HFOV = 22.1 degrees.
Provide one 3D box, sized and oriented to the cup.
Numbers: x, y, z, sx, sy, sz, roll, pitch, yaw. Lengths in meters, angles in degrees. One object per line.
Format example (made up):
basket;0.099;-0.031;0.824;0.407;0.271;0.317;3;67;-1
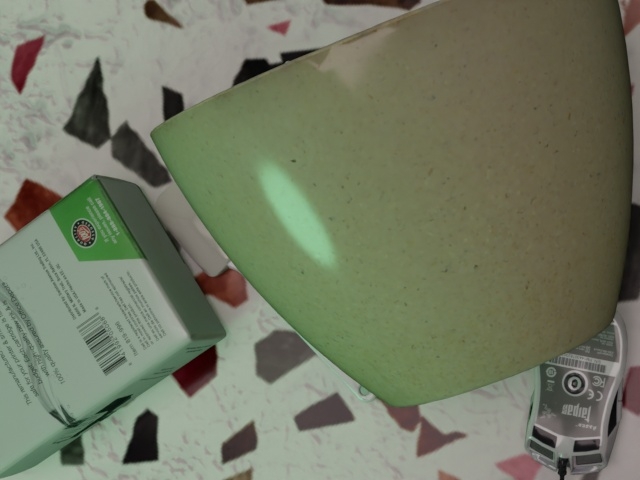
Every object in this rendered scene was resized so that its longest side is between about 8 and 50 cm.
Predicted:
cup;0.081;-0.026;1.123;0.331;0.331;0.237;-21;93;12

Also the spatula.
spatula;0.000;0.000;1.284;0.168;0.019;0.242;-45;78;3

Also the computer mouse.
computer mouse;0.189;0.136;1.215;0.106;0.042;0.193;12;96;19

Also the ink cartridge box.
ink cartridge box;-0.204;0.070;1.291;0.208;0.087;0.153;-34;80;13
